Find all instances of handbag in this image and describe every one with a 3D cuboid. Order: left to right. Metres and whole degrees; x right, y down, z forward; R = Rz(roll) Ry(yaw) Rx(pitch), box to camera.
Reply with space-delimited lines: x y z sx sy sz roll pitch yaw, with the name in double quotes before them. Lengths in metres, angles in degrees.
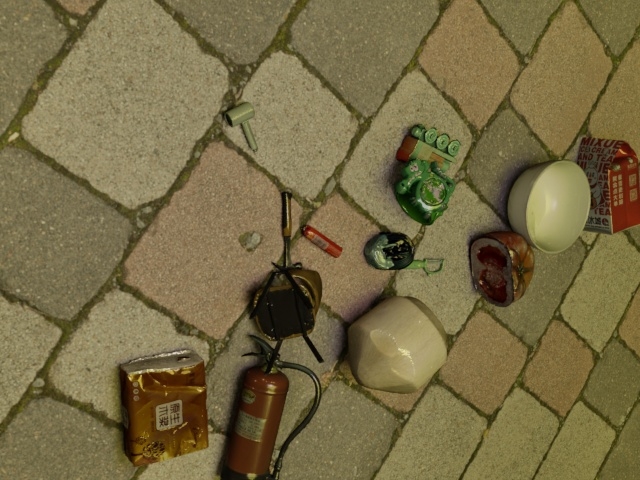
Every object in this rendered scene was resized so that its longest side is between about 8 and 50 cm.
"handbag" 0.890 -0.177 2.155 0.151 0.171 0.298 -18 105 -24

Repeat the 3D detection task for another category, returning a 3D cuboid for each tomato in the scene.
"tomato" 0.544 0.067 1.984 0.155 0.181 0.214 -22 115 -34

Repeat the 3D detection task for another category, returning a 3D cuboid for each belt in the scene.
"belt" 0.185 0.028 1.810 0.140 0.058 0.105 -10 94 -26

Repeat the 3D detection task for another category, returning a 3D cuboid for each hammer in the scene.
"hammer" -0.084 -0.018 1.662 0.078 0.021 0.200 -9 105 -30

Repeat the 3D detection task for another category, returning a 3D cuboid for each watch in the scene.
"watch" 0.262 -0.127 1.787 0.165 0.152 0.131 44 75 -1

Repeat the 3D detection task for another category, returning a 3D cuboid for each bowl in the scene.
"bowl" 0.659 -0.107 2.034 0.277 0.145 0.276 -6 102 -30

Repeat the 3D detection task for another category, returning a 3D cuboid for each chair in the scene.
"chair" -0.070 0.172 1.619 0.173 0.247 0.158 -11 115 -1

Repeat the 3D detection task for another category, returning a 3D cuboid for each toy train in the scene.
"toy train" 0.294 -0.238 1.826 0.176 0.074 0.118 20 99 -38

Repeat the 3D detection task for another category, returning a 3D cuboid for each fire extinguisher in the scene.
"fire extinguisher" -0.120 0.428 1.668 0.200 0.113 0.375 10 94 -14

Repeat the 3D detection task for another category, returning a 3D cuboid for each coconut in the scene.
"coconut" 0.188 0.281 1.769 0.266 0.237 0.237 -32 115 -23

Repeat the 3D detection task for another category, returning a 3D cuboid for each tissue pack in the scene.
"tissue pack" -0.351 0.373 1.539 0.183 0.092 0.226 -8 107 -31

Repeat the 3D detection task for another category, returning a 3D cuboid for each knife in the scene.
"knife" 0.261 0.076 1.901 0.212 0.015 0.054 2 101 -33

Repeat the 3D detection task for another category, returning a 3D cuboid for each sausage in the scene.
"sausage" 0.000 0.000 1.711 0.129 0.034 0.034 34 82 -32

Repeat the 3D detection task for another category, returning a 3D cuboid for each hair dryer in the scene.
"hair dryer" -0.170 -0.247 1.556 0.063 0.038 0.124 -31 122 -21
